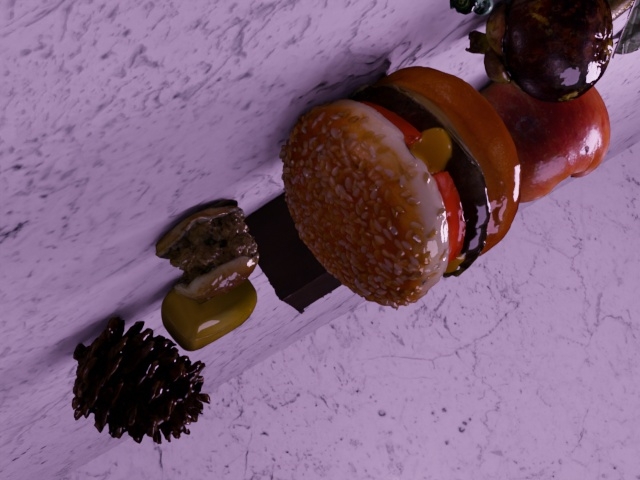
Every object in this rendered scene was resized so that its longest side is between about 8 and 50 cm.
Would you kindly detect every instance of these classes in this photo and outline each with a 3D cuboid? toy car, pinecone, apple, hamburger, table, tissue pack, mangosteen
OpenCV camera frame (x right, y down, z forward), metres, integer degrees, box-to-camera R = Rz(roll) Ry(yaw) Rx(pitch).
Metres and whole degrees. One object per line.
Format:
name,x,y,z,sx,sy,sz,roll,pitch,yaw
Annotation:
toy car,0.224,-0.347,1.264,0.143,0.054,0.073,-45,166,33
pinecone,-0.342,0.270,1.839,0.224,0.273,0.224,-60,176,-7
apple,0.405,-0.203,1.871,0.293,0.251,0.163,-35,178,10
hamburger,0.105,-0.073,1.437,0.250,0.330,0.330,-31,170,-34
table,-0.026,0.010,1.811,0.169,0.172,0.193,-33,165,3
tissue pack,-0.211,0.120,1.892,0.178,0.123,0.127,-30,157,-32
mangosteen,0.328,-0.303,1.490,0.217,0.192,0.192,6,-167,33
hamburger,-0.167,0.023,1.582,0.159,0.131,0.185,-37,173,40

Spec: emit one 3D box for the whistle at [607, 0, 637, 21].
whistle,0.493,-0.403,1.737,0.326,0.068,0.057,-37,-156,14

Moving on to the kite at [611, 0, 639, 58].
kite,0.636,-0.419,1.690,0.323,0.267,0.013,-25,-147,20

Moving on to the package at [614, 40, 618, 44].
package,0.748,-0.500,2.126,0.154,0.030,0.239,-17,162,-48
